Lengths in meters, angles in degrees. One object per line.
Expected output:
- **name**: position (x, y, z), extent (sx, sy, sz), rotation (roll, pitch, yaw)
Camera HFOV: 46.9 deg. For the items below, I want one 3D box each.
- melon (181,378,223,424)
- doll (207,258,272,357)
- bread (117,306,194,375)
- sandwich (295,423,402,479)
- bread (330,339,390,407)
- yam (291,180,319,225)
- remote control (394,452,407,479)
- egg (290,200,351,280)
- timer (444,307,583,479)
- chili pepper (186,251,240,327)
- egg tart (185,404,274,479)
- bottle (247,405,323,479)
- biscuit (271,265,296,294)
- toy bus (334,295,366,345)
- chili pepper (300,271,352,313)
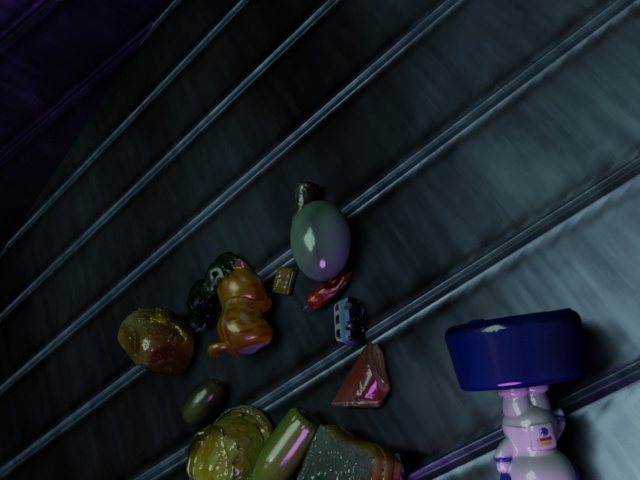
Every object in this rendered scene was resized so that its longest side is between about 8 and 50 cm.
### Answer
- **melon**: position (-0.351, 0.484, 2.220), extent (0.162, 0.099, 0.099), rotation (-49, 45, 10)
- **doll**: position (-0.228, 0.211, 2.174), extent (0.166, 0.162, 0.270), rotation (-36, 42, 41)
- **bread**: position (-0.533, 0.309, 2.403), extent (0.246, 0.195, 0.176), rotation (32, 101, 46)
- **sandwich**: position (0.048, 0.589, 1.734), extent (0.301, 0.099, 0.271), rotation (3, 71, 60)
- **bread**: position (0.111, 0.356, 1.840), extent (0.119, 0.067, 0.192), rotation (33, 97, 47)
- **yam**: position (-0.047, -0.103, 2.182), extent (0.079, 0.079, 0.141), rotation (-7, 71, 43)
- **remote control**: position (0.186, 0.578, 1.697), extent (0.065, 0.029, 0.166), rotation (-47, 48, 42)
- **egg**: position (0.000, 0.000, 2.026), extent (0.168, 0.168, 0.231), rotation (-21, 60, 37)
- **timer**: position (0.405, 0.341, 1.457), extent (0.270, 0.270, 0.384), rotation (-16, 76, 40)
- **chili pepper**: position (-0.350, 0.150, 2.346), extent (0.265, 0.116, 0.148), rotation (-55, 41, 11)
- **egg tart**: position (-0.266, 0.629, 2.056), extent (0.345, 0.132, 0.346), rotation (-17, 64, 38)
- **bottle**: position (-0.102, 0.561, 1.911), extent (0.260, 0.112, 0.112), rotation (-54, 44, 3)
- **biscuit**: position (-0.108, 0.119, 2.192), extent (0.081, 0.018, 0.083), rotation (5, 76, 46)
- **toy bus**: position (0.073, 0.217, 1.942), extent (0.075, 0.060, 0.123), rotation (-28, 53, 39)
- **chili pepper**: position (0.013, 0.144, 2.039), extent (0.191, 0.050, 0.059), rotation (-40, 32, 16)
